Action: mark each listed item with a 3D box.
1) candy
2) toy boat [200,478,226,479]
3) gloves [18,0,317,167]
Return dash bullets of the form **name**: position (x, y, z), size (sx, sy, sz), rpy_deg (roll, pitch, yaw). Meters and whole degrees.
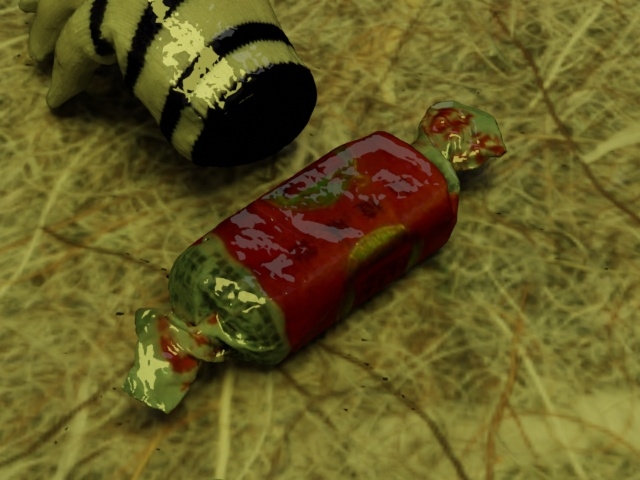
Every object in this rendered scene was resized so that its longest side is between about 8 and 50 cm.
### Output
- **candy**: position (0.001, 0.001, 0.733), size (0.292, 0.059, 0.086), rpy_deg (-34, 64, -26)
- **toy boat**: position (-0.010, 0.220, 0.526), size (0.290, 0.100, 0.199), rpy_deg (23, 52, 23)
- **gloves**: position (-0.104, -0.139, 0.796), size (0.140, 0.131, 0.219), rpy_deg (-30, 69, -27)
